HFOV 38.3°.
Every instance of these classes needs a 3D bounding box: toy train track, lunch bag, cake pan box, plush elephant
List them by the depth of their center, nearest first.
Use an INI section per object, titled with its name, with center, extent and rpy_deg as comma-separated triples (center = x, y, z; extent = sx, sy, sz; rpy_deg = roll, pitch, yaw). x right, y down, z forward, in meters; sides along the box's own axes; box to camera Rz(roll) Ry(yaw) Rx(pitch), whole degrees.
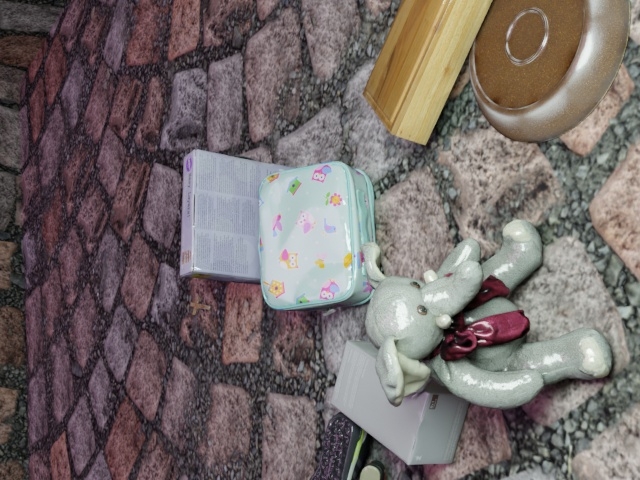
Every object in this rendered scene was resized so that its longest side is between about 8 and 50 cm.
[plush elephant]
center = 0.177, 0.106, 1.276
extent = 0.330, 0.255, 0.271
rpy_deg = -32, 54, 23
[lunch bag]
center = 0.000, 0.000, 1.720
extent = 0.224, 0.108, 0.279
rpy_deg = -9, 78, 28
[cake pan box]
center = -0.162, -0.046, 1.886
extent = 0.070, 0.246, 0.266
rpy_deg = -17, 70, 53
[toy train track]
center = -0.288, 0.160, 2.238
extent = 0.083, 0.014, 0.048
rpy_deg = 5, 80, 50

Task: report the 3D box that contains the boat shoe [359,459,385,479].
[boat shoe]
center = 0.082, 0.447, 1.613
extent = 0.049, 0.042, 0.133
rpy_deg = 21, 106, 19

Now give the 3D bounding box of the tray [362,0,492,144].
[tray]
center = 0.198, -0.387, 1.531
extent = 0.203, 0.076, 0.410
rpy_deg = -113, 41, -60

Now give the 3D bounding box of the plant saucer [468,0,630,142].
[plant saucer]
center = 0.325, -0.305, 1.397
extent = 0.311, 0.050, 0.310
rpy_deg = -18, 68, 54

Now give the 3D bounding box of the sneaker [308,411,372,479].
[sneaker]
center = 0.045, 0.410, 1.626
extent = 0.084, 0.097, 0.234
rpy_deg = 23, 94, 40

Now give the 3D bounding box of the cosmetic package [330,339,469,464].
[cosmetic package]
center = 0.128, 0.264, 1.529
extent = 0.238, 0.107, 0.127
rpy_deg = 29, 107, 51
